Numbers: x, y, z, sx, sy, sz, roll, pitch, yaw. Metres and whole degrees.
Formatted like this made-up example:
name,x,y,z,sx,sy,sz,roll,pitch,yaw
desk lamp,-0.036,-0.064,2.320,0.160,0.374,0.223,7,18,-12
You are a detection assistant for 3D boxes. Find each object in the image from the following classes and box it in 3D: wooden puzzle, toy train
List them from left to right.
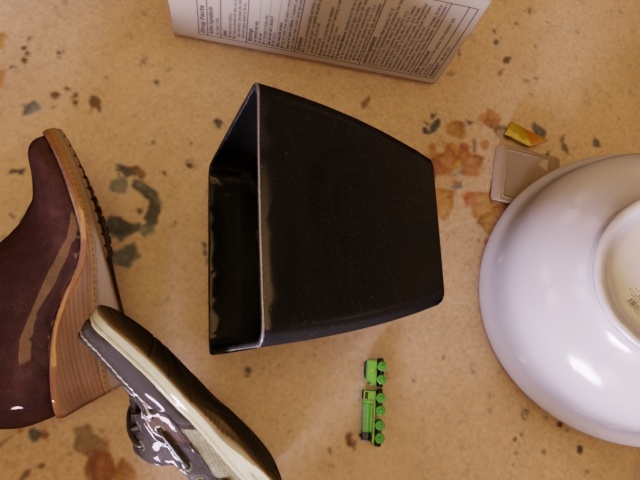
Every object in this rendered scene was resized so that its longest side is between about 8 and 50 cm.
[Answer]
name,x,y,z,sx,sy,sz,roll,pitch,yaw
toy train,0.051,0.155,0.537,0.023,0.017,0.083,4,77,1
wooden puzzle,0.228,-0.070,0.621,0.078,0.014,0.116,18,75,-1

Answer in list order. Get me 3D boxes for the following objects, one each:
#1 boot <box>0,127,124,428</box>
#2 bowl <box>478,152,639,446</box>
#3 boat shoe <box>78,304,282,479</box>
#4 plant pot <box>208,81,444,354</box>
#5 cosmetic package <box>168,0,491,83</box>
name,x,y,z,sx,sy,sz,roll,pitch,yaw
boot,-0.281,0.038,0.467,0.206,0.090,0.249,-14,84,-16
bowl,0.302,0.040,0.501,0.297,0.134,0.298,-2,77,9
boat shoe,-0.121,0.150,0.455,0.073,0.080,0.224,-42,110,-8
plant pot,0.000,0.000,0.489,0.166,0.188,0.188,3,76,-22
cosmetic package,0.005,-0.273,0.558,0.296,0.153,0.129,8,74,-9
